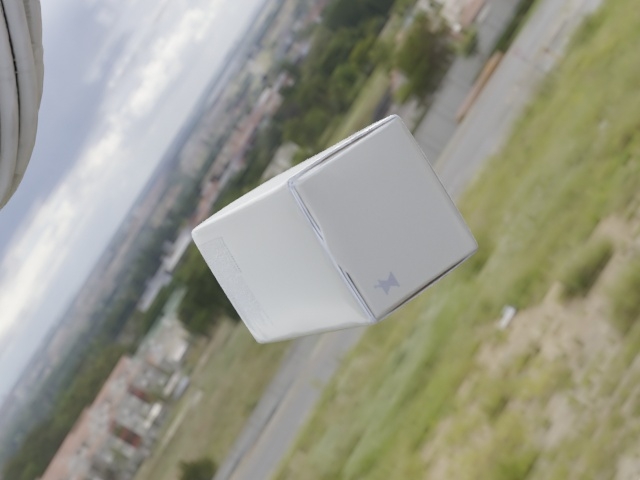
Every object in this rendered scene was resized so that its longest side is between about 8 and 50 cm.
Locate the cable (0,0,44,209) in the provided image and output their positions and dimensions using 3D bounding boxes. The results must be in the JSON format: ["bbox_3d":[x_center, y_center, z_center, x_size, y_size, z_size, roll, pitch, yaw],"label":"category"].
[{"bbox_3d":[-0.216,-0.088,0.533,0.089,0.257,0.257,-46,-21,-46],"label":"cable"}]

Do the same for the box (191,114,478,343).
[{"bbox_3d":[0.000,0.000,1.113,0.094,0.113,0.275,-33,6,-19],"label":"box"}]
